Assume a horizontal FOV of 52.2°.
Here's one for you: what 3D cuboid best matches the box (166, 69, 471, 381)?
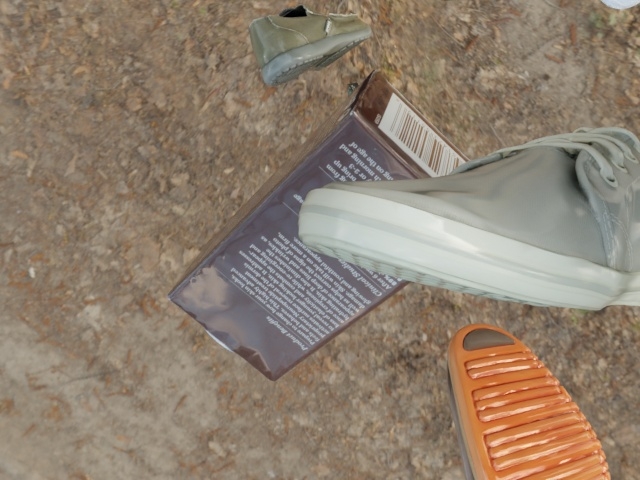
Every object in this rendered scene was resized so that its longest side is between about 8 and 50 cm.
[{"bbox_3d":[0.000,0.000,0.808,0.191,0.143,0.381,41,124,-12],"label":"box"}]

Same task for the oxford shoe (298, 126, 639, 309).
[{"bbox_3d":[0.172,-0.022,0.471,0.449,0.169,0.130,2,100,-38],"label":"oxford shoe"}]

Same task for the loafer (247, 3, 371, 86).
[{"bbox_3d":[-0.011,-0.279,0.872,0.094,0.251,0.087,-27,98,33],"label":"loafer"}]

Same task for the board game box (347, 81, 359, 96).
[{"bbox_3d":[0.084,-0.196,1.274,0.026,0.126,0.186,-12,129,-4],"label":"board game box"}]

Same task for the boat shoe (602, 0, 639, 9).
[{"bbox_3d":[0.388,-0.474,0.910,0.108,0.102,0.301,-21,104,22],"label":"boat shoe"}]

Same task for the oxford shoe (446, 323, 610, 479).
[{"bbox_3d":[0.168,0.249,0.539,0.130,0.363,0.133,0,150,-26],"label":"oxford shoe"}]
